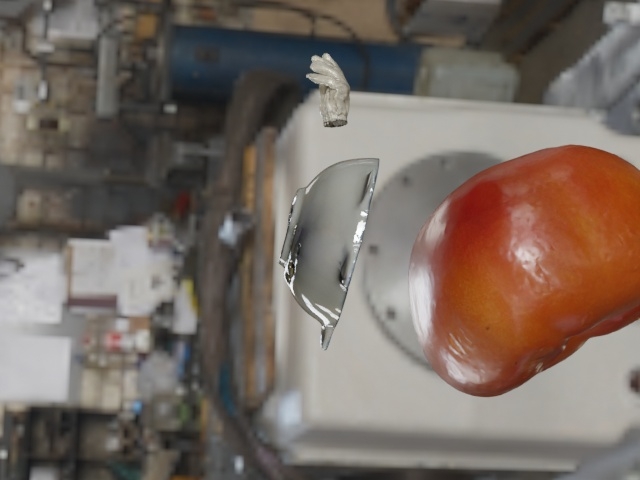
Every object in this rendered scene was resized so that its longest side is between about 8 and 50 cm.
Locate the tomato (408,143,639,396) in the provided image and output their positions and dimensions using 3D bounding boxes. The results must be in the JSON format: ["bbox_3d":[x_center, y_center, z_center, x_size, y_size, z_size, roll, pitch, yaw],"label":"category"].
[{"bbox_3d":[0.189,0.021,1.479,0.180,0.260,0.260,62,161,11],"label":"tomato"}]

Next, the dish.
[{"bbox_3d":[0.000,0.000,1.918,0.228,0.086,0.236,-77,2,-60],"label":"dish"}]

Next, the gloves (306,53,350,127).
[{"bbox_3d":[0.009,-0.126,1.463,0.044,0.037,0.081,141,113,-69],"label":"gloves"}]
